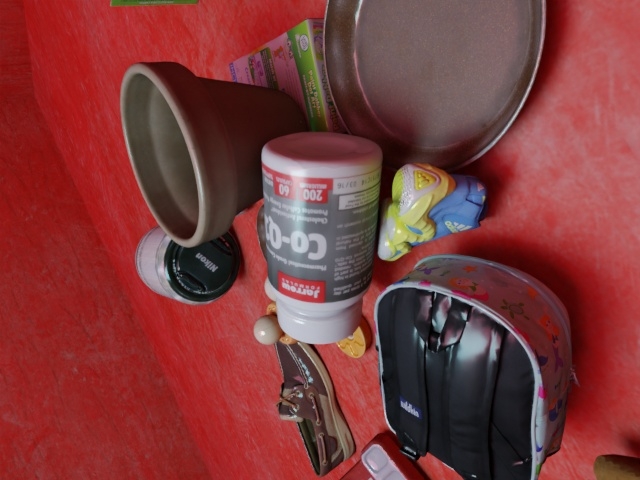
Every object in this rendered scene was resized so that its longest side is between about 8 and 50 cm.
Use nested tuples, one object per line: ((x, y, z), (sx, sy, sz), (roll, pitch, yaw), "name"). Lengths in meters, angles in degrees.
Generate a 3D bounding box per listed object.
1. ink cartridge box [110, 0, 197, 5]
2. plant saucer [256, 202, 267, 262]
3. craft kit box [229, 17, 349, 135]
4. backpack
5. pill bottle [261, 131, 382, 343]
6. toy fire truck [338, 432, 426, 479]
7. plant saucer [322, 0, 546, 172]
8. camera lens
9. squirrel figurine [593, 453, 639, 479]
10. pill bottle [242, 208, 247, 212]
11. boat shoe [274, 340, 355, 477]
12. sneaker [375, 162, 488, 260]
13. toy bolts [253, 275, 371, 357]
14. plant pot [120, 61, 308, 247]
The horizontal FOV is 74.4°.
((-0.249, -0.483, 0.736), (0.097, 0.188, 0.255), (60, 145, 7), "ink cartridge box")
((-0.087, -0.002, 0.913), (0.168, 0.029, 0.169), (32, 130, 46), "plant saucer")
((-0.053, -0.218, 0.743), (0.246, 0.060, 0.250), (8, 115, 53), "craft kit box")
((0.183, 0.142, 0.517), (0.225, 0.191, 0.254), (13, 126, 45), "backpack")
((0.000, 0.000, 0.616), (0.161, 0.161, 0.284), (28, 128, 41), "pill bottle")
((0.154, 0.573, 0.834), (0.302, 0.169, 0.254), (46, 121, 25), "toy fire truck")
((0.121, -0.235, 0.513), (0.310, 0.050, 0.311), (27, 128, 41), "plant saucer")
((-0.363, 0.053, 1.142), (0.274, 0.219, 0.220), (1, 109, 51), "camera lens")
((0.382, 0.389, 0.270), (0.396, 0.281, 0.371), (-1, 76, 25), "squirrel figurine")
((-0.245, -0.150, 0.969), (0.117, 0.117, 0.209), (-15, 96, 54), "pill bottle")
((-0.041, 0.381, 0.989), (0.123, 0.123, 0.342), (-21, 91, 54), "boat shoe")
((0.145, -0.023, 0.565), (0.240, 0.126, 0.091), (93, -179, -77), "sneaker")
((-0.024, 0.135, 0.805), (0.218, 0.158, 0.229), (33, 132, 38), "toy bolts")
((-0.150, -0.147, 0.665), (0.263, 0.229, 0.263), (27, 129, 40), "plant pot")
